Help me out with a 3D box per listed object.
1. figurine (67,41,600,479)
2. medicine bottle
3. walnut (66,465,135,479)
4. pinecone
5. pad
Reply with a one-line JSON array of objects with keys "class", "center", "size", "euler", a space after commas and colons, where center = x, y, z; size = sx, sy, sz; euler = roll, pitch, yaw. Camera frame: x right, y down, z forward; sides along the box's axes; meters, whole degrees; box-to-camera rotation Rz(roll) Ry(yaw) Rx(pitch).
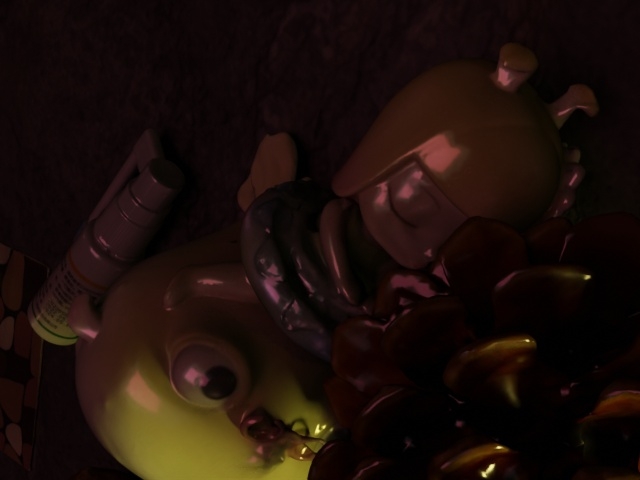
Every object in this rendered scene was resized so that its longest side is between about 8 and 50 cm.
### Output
[{"class": "figurine", "center": [0.000, 0.000, 0.632], "size": [0.394, 0.227, 0.274], "euler": [-40, 42, 29]}, {"class": "medicine bottle", "center": [-0.195, -0.001, 0.851], "size": [0.220, 0.061, 0.092], "euler": [-46, 47, 32]}, {"class": "walnut", "center": [-0.195, 0.307, 0.846], "size": [0.116, 0.116, 0.207], "euler": [-8, 85, 40]}, {"class": "pinecone", "center": [0.119, 0.131, 0.462], "size": [0.264, 0.264, 0.264], "euler": [5, 99, 39]}, {"class": "pad", "center": [-0.353, 0.117, 1.027], "size": [0.158, 0.003, 0.234], "euler": [20, 108, 36]}]
